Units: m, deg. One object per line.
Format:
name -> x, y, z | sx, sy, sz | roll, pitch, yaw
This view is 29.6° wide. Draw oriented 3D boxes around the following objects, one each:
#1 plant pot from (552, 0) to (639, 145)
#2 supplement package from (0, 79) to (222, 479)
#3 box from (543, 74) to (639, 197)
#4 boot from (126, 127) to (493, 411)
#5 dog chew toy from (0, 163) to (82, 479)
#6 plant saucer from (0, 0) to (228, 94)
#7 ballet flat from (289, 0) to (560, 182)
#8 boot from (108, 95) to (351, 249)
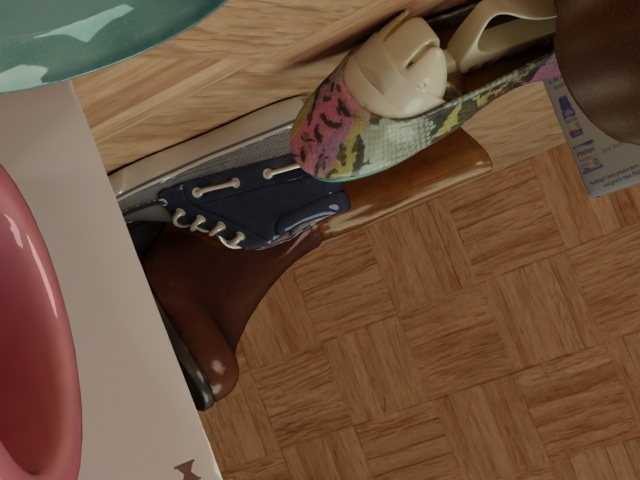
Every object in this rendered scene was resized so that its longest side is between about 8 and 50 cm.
plant pot -> 0.218, -0.122, 0.626 | 0.167, 0.167, 0.165 | -20, -175, -29
supplement package -> -0.204, 0.070, 0.539 | 0.262, 0.204, 0.145 | -20, 179, -16
box -> 0.228, -0.114, 0.859 | 0.126, 0.137, 0.072 | -19, 177, -40
boot -> 0.000, 0.000, 0.917 | 0.281, 0.096, 0.264 | -20, -157, -2
dog chew toy -> -0.246, 0.063, 0.356 | 0.332, 0.206, 0.206 | -13, 177, 4
plant saucer -> -0.084, -0.082, 0.415 | 0.119, 0.021, 0.119 | -21, 176, -2
ballet flat -> 0.080, -0.109, 0.704 | 0.222, 0.077, 0.079 | -25, 159, -13
boot -> -0.077, -0.025, 0.834 | 0.190, 0.086, 0.069 | -22, 177, 17
